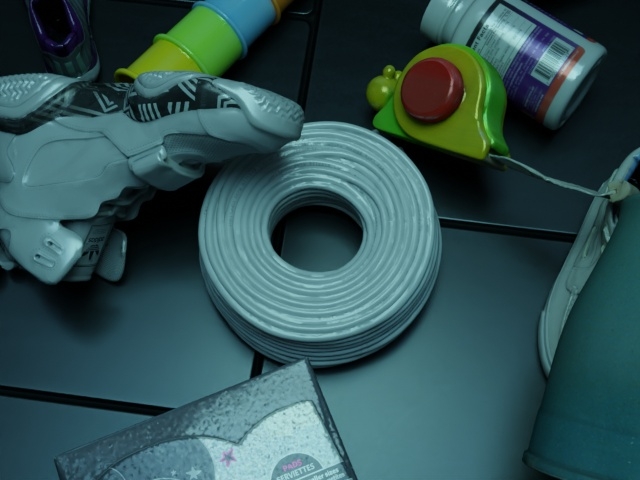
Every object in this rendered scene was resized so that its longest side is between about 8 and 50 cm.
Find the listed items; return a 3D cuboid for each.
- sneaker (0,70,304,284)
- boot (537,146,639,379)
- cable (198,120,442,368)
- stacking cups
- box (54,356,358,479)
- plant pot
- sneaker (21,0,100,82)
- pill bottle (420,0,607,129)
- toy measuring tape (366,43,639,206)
[{"bbox_3d":[-0.188,-0.058,1.066,0.365,0.137,0.210,4,91,23],"label":"sneaker"},{"bbox_3d":[0.292,0.024,1.071,0.095,0.123,0.258,17,68,8],"label":"boot"},{"bbox_3d":[0.000,0.000,1.105,0.257,0.089,0.257,-16,67,-7],"label":"cable"},{"bbox_3d":[-0.095,-0.262,1.218,0.096,0.096,0.316,38,72,16],"label":"stacking cups"},{"bbox_3d":[-0.094,0.240,0.972,0.247,0.142,0.163,-21,67,-8],"label":"box"},{"bbox_3d":[0.335,0.098,0.920,0.271,0.271,0.255,11,86,6],"label":"plant pot"},{"bbox_3d":[-0.310,-0.288,1.231,0.083,0.098,0.224,-20,68,-8],"label":"sneaker"},{"bbox_3d":[0.213,-0.218,1.188,0.193,0.108,0.108,36,71,15],"label":"pill bottle"},{"bbox_3d":[0.187,-0.133,1.098,0.330,0.121,0.121,22,66,34],"label":"toy measuring tape"}]
